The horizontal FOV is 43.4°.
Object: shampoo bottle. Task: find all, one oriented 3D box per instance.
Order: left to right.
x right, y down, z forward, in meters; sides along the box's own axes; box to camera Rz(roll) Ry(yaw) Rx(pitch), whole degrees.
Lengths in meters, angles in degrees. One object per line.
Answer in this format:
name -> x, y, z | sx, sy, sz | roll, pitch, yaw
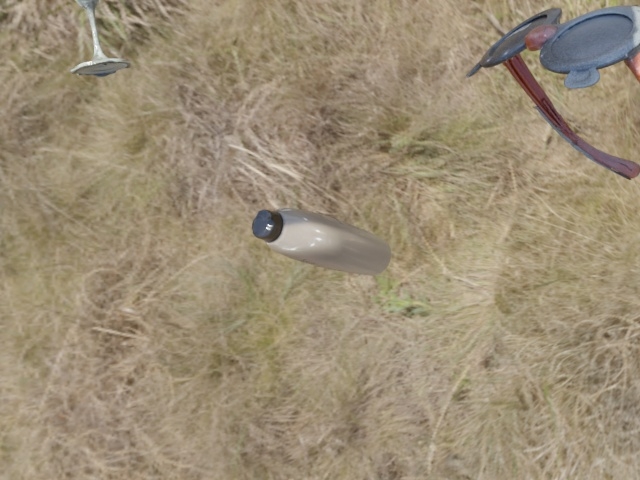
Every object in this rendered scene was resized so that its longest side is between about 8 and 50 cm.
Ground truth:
shampoo bottle -> 0.000, 0.000, 1.209 | 0.127, 0.256, 0.078 | 15, 88, 44

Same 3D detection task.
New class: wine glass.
wine glass -> -0.369, -0.360, 1.291 | 0.122, 0.122, 0.183 | -8, 93, 25

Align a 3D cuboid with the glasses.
glasses -> 0.297, -0.119, 0.842 | 0.118, 0.234, 0.268 | -44, 112, -6
